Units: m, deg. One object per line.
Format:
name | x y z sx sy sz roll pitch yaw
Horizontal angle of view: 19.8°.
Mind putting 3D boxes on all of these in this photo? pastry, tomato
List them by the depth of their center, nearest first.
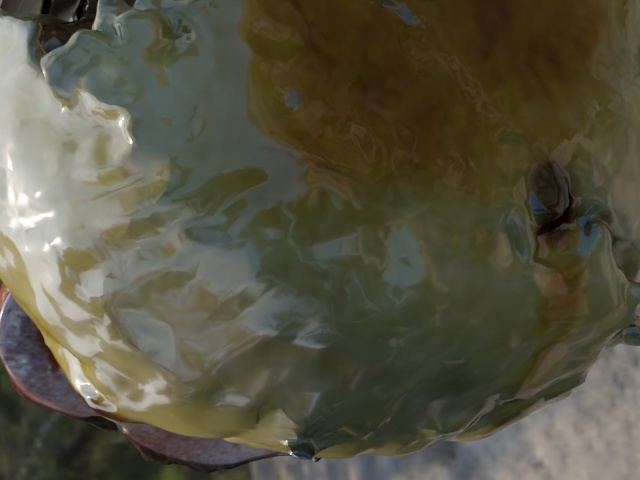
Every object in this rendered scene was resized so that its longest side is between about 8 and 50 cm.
pastry | -0.009 0.002 0.662 0.237 0.256 0.170 -38 54 55
tomato | -0.058 0.021 0.985 0.199 0.228 0.112 -33 44 25

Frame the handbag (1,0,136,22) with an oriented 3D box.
handbag | -0.181 -0.165 1.132 0.113 0.285 0.257 23 146 3
